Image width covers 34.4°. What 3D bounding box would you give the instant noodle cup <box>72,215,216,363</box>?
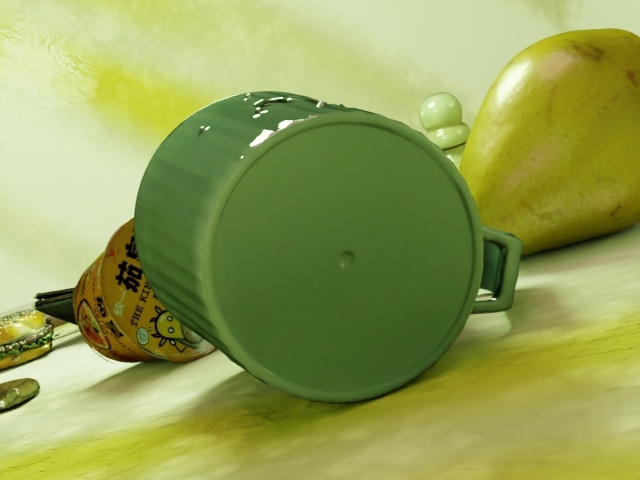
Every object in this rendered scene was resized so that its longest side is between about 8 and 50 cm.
[{"bbox_3d":[-0.244,0.079,1.472,0.216,0.215,0.172,-23,-2,-39],"label":"instant noodle cup"}]

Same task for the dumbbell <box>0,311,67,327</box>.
[{"bbox_3d":[-0.552,0.163,2.162,0.231,0.082,0.092,-20,7,-20],"label":"dumbbell"}]

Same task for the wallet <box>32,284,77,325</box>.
[{"bbox_3d":[-0.391,0.119,1.985,0.317,0.044,0.169,-12,-23,36],"label":"wallet"}]

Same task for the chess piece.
[{"bbox_3d":[0.284,-0.204,2.255,0.133,0.243,0.133,-19,7,2],"label":"chess piece"}]

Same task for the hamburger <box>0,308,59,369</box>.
[{"bbox_3d":[-0.588,0.188,1.986,0.164,0.093,0.189,-20,4,-15],"label":"hamburger"}]

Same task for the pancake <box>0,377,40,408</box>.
[{"bbox_3d":[-0.530,0.252,1.526,0.235,0.029,0.212,-21,5,-43],"label":"pancake"}]

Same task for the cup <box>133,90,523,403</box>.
[{"bbox_3d":[0.016,-0.018,1.088,0.401,0.310,0.392,-21,11,-11],"label":"cup"}]

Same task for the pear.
[{"bbox_3d":[0.324,-0.110,1.332,0.285,0.336,0.285,22,19,-8],"label":"pear"}]
